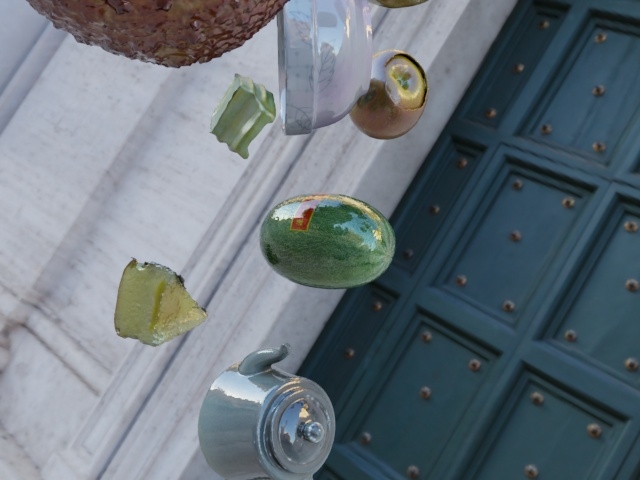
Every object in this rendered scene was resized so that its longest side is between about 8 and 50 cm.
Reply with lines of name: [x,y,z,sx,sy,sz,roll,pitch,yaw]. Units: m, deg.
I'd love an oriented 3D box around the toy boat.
toy boat: [-0.126,-0.205,1.182,0.084,0.111,0.276,32,13,-13]

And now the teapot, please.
teapot: [-0.045,0.244,0.927,0.162,0.239,0.149,-10,2,-42]

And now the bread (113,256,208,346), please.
bread: [-0.314,0.106,1.475,0.140,0.160,0.169,13,21,29]

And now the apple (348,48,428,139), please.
apple: [0.178,-0.392,1.960,0.237,0.237,0.207,32,-43,-5]

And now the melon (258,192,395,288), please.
melon: [0.000,0.000,1.368,0.288,0.182,0.182,4,-18,28]

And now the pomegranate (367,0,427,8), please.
pomegranate: [0.161,-0.613,1.394,0.332,0.332,0.332,31,-5,3]

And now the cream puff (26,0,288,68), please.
cream puff: [-0.160,-0.296,0.751,0.350,0.350,0.228,25,-51,50]

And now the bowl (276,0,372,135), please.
bowl: [0.003,-0.319,1.210,0.144,0.287,0.287,-3,-3,-5]
